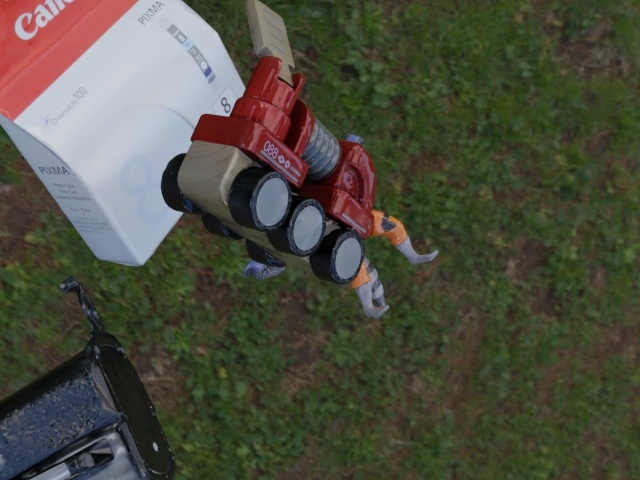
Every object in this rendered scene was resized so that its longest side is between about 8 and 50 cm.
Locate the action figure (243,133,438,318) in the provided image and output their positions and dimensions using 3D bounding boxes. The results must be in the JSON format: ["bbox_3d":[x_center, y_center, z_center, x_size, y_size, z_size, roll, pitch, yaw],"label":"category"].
[{"bbox_3d":[0.000,0.000,1.556,0.330,0.178,0.341,43,62,4],"label":"action figure"}]

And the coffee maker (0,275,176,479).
[{"bbox_3d":[-0.225,0.152,0.693,0.178,0.171,0.120,-27,148,-1],"label":"coffee maker"}]

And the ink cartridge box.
[{"bbox_3d":[-0.252,-0.210,1.106,0.308,0.091,0.385,-57,137,-34],"label":"ink cartridge box"}]

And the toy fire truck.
[{"bbox_3d":[-0.033,-0.108,0.906,0.217,0.159,0.246,36,72,-51],"label":"toy fire truck"}]
